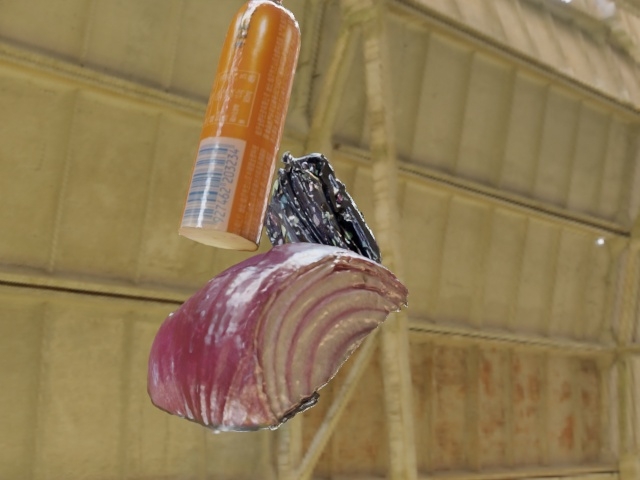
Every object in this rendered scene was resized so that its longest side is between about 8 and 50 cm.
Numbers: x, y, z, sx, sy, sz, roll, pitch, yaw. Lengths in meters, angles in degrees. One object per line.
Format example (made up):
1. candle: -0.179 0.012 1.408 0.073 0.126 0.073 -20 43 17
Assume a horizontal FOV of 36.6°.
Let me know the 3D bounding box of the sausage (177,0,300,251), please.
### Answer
1. sausage: -0.083 -0.146 1.089 0.093 0.093 0.312 24 -111 -40

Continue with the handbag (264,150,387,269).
1. handbag: 0.000 0.000 1.347 0.113 0.162 0.260 -11 -125 -27

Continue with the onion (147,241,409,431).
1. onion: -0.073 0.068 0.986 0.250 0.247 0.111 -44 -54 -34
